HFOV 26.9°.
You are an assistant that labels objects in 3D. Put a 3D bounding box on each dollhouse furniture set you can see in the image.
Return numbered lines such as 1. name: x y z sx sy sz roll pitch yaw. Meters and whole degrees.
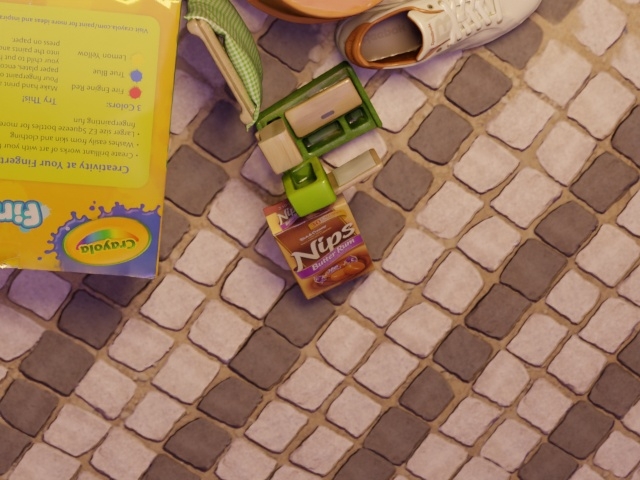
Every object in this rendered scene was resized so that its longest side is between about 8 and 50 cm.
1. dollhouse furniture set: -0.041 -0.213 1.702 0.151 0.197 0.302 -28 115 4

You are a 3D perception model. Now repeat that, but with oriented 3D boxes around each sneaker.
1. sneaker: 0.169 -0.283 1.752 0.290 0.123 0.106 -21 113 -2

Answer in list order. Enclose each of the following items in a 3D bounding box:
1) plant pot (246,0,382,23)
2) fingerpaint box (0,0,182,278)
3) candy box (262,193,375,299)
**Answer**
1. plant pot: 0.001 -0.391 1.632 0.290 0.203 0.291 -3 114 -8
2. fingerpaint box: -0.412 -0.161 1.679 0.444 0.163 0.371 3 111 -9
3. candy box: 0.000 0.000 1.831 0.109 0.053 0.187 -25 145 1
